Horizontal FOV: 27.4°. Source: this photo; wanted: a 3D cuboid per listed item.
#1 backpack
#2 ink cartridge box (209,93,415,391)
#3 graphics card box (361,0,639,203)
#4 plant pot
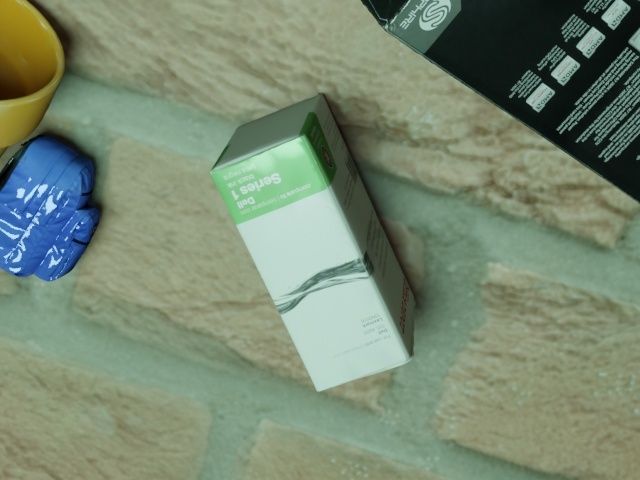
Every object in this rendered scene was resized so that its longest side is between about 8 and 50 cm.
[{"bbox_3d":[-0.252,-0.031,1.202,0.101,0.098,0.120,27,96,-9],"label":"backpack"},{"bbox_3d":[0.000,0.000,1.157,0.093,0.160,0.219,-21,105,12],"label":"ink cartridge box"},{"bbox_3d":[0.233,-0.184,1.036,0.371,0.094,0.232,27,112,-35],"label":"graphics card box"},{"bbox_3d":[-0.350,-0.114,1.140,0.205,0.205,0.188,28,124,-5],"label":"plant pot"}]
